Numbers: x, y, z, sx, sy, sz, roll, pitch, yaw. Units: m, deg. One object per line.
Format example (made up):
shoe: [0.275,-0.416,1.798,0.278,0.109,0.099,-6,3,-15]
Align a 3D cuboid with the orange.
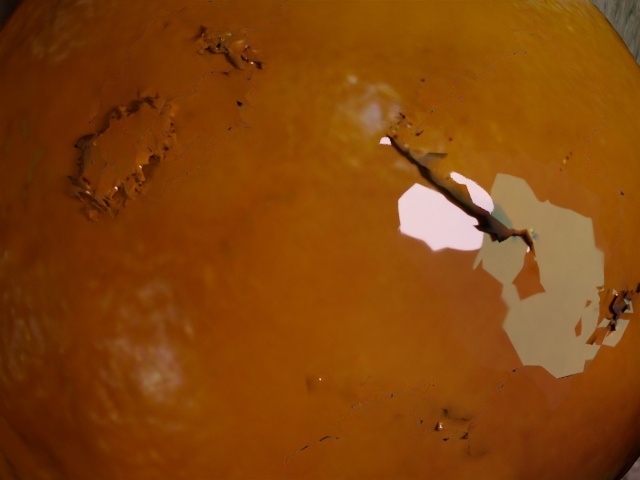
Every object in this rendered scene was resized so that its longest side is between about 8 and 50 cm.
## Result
orange: [0.000,0.000,0.625,0.246,0.246,0.246,9,90,-71]
